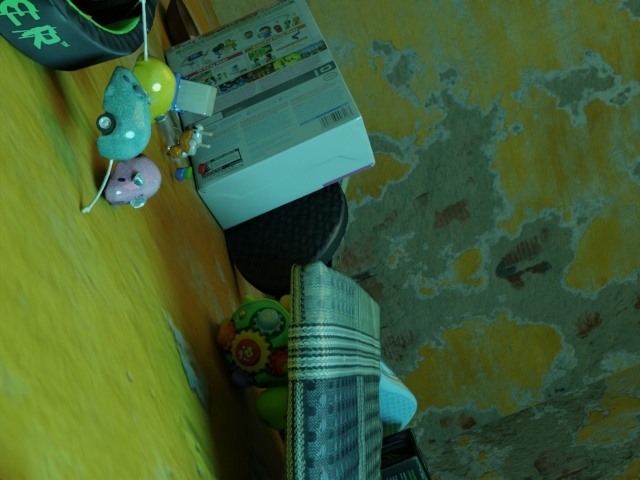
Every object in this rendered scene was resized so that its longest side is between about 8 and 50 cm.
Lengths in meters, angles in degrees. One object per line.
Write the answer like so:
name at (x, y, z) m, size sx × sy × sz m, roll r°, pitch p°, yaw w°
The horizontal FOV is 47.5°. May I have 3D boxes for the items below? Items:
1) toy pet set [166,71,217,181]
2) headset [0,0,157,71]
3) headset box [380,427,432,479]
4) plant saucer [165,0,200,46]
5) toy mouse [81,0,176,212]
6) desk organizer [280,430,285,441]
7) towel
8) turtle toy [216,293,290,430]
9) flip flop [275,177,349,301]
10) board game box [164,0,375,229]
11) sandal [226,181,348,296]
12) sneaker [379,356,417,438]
toy pet set at (-0.165, -0.133, 0.833) m, size 0.122 × 0.065 × 0.114 m, roll -68°, pitch 171°, yaw -82°
headset at (-0.169, -0.304, 0.543) m, size 0.243 × 0.185 × 0.394 m, roll 66°, pitch 15°, yaw -47°
headset box at (0.108, 0.398, 0.955) m, size 0.283 × 0.131 × 0.246 m, roll 56°, pitch 13°, yaw -80°
plant saucer at (-0.225, -0.331, 1.272) m, size 0.198 × 0.036 × 0.198 m, roll -23°, pitch 90°, yaw -87°
toy mouse at (-0.132, -0.067, 0.520) m, size 0.143 × 0.031 × 0.161 m, roll -81°, pitch -177°, yaw -45°
desk organizer at (-0.024, 0.197, 0.864) m, size 0.130 × 0.047 × 0.050 m, roll -107°, pitch 172°, yaw -63°
towel at (0.013, 0.189, 0.635) m, size 0.324 × 0.056 × 0.312 m, roll 42°, pitch 46°, yaw -74°
turtle toy at (-0.050, 0.113, 0.685) m, size 0.066 × 0.095 × 0.130 m, roll -14°, pitch 82°, yaw -67°
flip flop at (0.000, 0.000, 1.139) m, size 0.112 × 0.080 × 0.277 m, roll 29°, pitch -76°, yaw 54°
board game box at (-0.079, -0.190, 1.008) m, size 0.097 × 0.224 × 0.303 m, roll 63°, pitch 6°, yaw -52°
sandal at (-0.052, -0.059, 1.061) m, size 0.107 × 0.168 × 0.445 m, roll 61°, pitch 5°, yaw -35°
sneaker at (0.002, 0.166, 1.079) m, size 0.208 × 0.127 × 0.319 m, roll 48°, pitch -1°, yaw 44°
